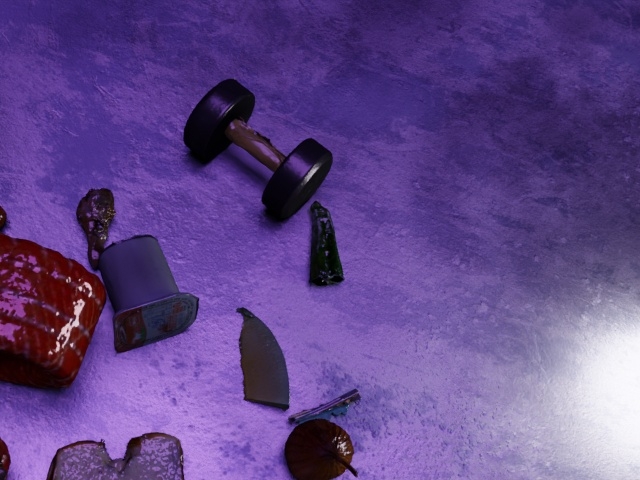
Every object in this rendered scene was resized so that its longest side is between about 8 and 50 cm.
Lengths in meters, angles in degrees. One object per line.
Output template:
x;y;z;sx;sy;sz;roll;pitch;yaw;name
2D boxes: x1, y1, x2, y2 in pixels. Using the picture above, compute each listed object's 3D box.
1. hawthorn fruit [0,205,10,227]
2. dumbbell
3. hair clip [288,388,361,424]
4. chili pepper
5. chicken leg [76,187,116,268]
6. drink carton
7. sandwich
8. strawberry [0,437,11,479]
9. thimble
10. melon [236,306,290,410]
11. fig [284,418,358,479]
-0.743;-0.053;1.910;0.093;0.081;0.081;7;57;-44;hawthorn fruit
-0.150;-0.221;2.070;0.322;0.203;0.203;38;60;7;dumbbell
0.013;0.376;1.889;0.173;0.049;0.049;-19;69;-17;hair clip
0.000;0.000;2.077;0.088;0.059;0.226;-3;62;-11;chili pepper
-0.515;-0.028;1.962;0.085;0.069;0.197;9;65;-37;chicken leg
-0.384;0.109;1.865;0.191;0.185;0.189;-17;57;-20;drink carton
-0.395;0.508;1.686;0.274;0.095;0.248;-4;64;-17;sandwich
-0.714;0.439;1.577;0.277;0.257;0.257;24;57;24;strawberry
-0.612;0.142;1.690;0.350;0.350;0.230;18;64;-4;thimble
-0.138;0.266;1.919;0.114;0.053;0.261;-19;64;-3;melon
0.006;0.441;1.765;0.146;0.201;0.133;-26;91;-13;fig
